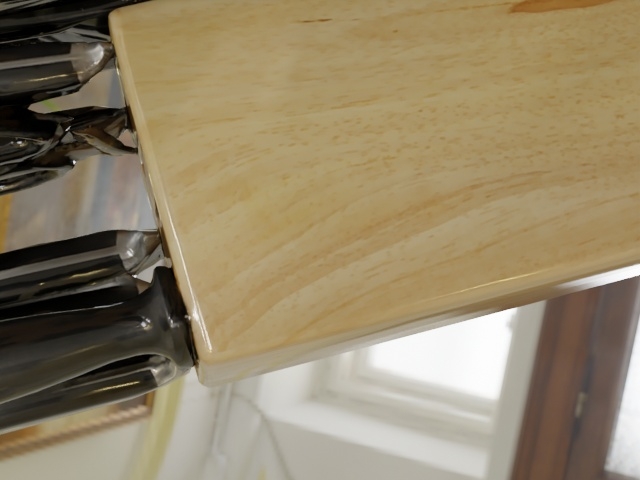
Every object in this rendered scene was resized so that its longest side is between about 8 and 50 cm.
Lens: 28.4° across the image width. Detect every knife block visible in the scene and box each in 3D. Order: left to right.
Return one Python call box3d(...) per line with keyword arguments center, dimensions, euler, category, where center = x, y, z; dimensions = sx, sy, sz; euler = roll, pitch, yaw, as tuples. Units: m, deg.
box3d(center=(0.000, 0.000, 0.357), dimensions=(0.275, 0.242, 0.088), euler=(30, 169, 0), category="knife block")
